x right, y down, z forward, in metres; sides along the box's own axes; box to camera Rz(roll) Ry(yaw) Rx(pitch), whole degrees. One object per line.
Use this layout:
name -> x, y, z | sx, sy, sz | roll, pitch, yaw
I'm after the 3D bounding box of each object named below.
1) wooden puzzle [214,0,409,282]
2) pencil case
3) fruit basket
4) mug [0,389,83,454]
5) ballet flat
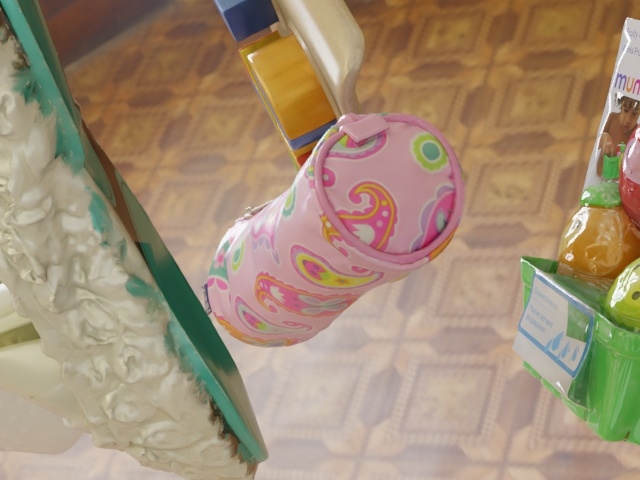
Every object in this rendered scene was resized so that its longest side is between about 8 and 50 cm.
wooden puzzle -> -0.028, -0.155, 1.221 | 0.080, 0.348, 0.322 | -24, 58, -5
pencil case -> 0.000, 0.000, 1.007 | 0.124, 0.124, 0.284 | -52, 6, -25
fruit basket -> 0.288, -0.009, 1.180 | 0.165, 0.353, 0.327 | 3, 15, -15
mug -> -0.414, 0.064, 1.312 | 0.374, 0.328, 0.276 | -27, 56, 56
ballet flat -> -0.149, -0.004, 0.677 | 0.147, 0.409, 0.147 | -12, 42, 11
